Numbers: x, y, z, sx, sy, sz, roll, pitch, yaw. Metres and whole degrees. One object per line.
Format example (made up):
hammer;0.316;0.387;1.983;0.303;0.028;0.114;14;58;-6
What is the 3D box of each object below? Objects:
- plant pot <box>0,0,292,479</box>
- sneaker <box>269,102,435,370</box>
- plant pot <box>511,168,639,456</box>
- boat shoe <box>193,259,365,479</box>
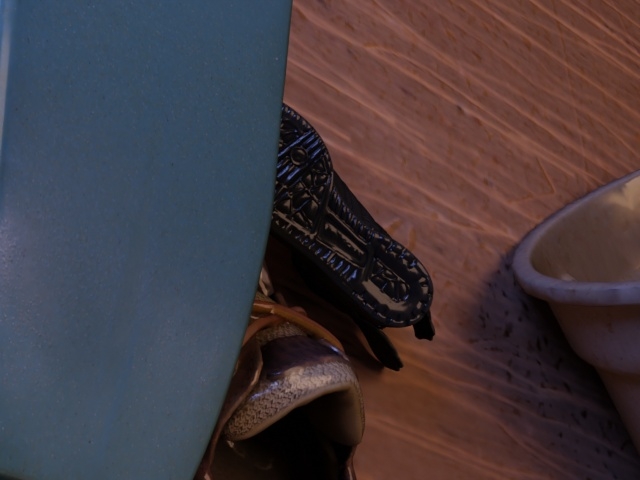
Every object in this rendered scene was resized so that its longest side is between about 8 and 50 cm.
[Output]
plant pot;-0.120;-0.012;0.586;0.165;0.165;0.234;30;53;-51
sneaker;0.002;-0.002;0.812;0.051;0.089;0.170;-44;99;-9
plant pot;0.319;0.103;0.958;0.334;0.333;0.305;-33;107;-52
boat shoe;-0.030;0.072;0.685;0.123;0.123;0.342;7;65;-48
